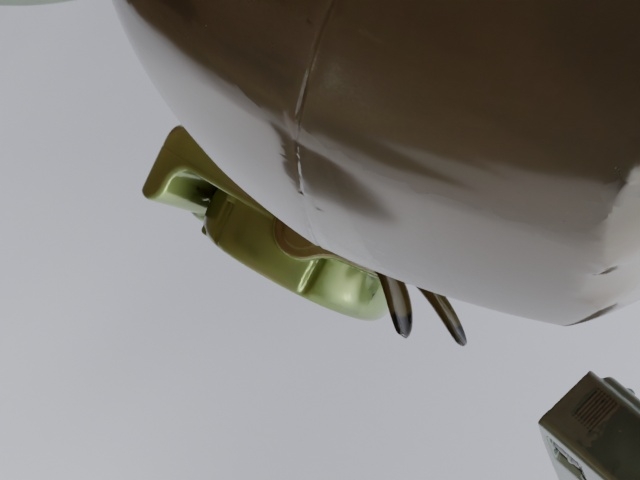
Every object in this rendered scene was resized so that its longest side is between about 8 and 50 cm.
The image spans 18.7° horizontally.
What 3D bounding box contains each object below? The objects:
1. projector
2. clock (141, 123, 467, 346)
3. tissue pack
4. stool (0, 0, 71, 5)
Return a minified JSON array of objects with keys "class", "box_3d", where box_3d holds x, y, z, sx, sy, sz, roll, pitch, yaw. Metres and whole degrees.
[{"class":"projector","box_3d":[0.209,0.157,1.269,0.061,0.147,0.115,-45,-119,-10]},{"class":"clock","box_3d":[0.000,0.000,1.352,0.232,0.170,0.069,32,-82,32]},{"class":"tissue pack","box_3d":[0.079,-0.181,0.783,0.387,0.277,0.267,-63,167,-12]},{"class":"stool","box_3d":[-0.261,-0.325,1.711,0.195,0.195,0.199,151,-63,-73]}]
